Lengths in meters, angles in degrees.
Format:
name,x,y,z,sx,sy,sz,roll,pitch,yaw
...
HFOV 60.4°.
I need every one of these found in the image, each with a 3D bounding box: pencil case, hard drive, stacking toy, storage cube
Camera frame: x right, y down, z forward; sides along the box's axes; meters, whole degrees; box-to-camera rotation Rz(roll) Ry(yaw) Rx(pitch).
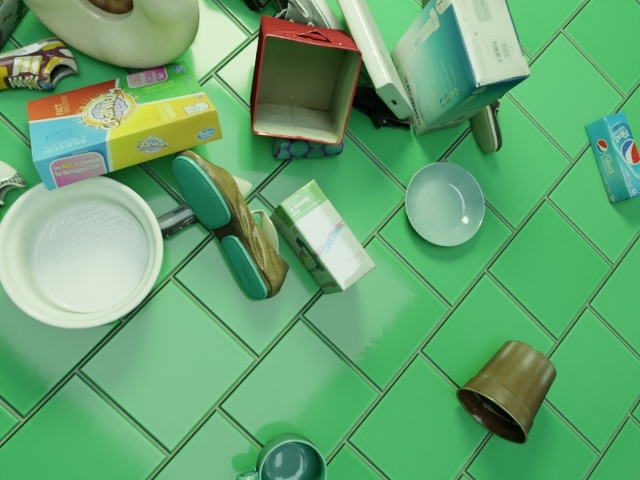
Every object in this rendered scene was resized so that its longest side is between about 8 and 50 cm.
name,x,y,z,sx,sy,sz,roll,pitch,yaw
pencil case,-0.027,-0.213,1.191,0.152,0.064,0.070,-5,57,-15
hard drive,0.104,-0.422,1.162,0.040,0.203,0.307,-25,76,18
stacking toy,-0.357,-0.619,1.092,0.351,0.350,0.479,18,59,-10
storage cube,-0.038,-0.325,1.101,0.184,0.193,0.214,5,121,-12

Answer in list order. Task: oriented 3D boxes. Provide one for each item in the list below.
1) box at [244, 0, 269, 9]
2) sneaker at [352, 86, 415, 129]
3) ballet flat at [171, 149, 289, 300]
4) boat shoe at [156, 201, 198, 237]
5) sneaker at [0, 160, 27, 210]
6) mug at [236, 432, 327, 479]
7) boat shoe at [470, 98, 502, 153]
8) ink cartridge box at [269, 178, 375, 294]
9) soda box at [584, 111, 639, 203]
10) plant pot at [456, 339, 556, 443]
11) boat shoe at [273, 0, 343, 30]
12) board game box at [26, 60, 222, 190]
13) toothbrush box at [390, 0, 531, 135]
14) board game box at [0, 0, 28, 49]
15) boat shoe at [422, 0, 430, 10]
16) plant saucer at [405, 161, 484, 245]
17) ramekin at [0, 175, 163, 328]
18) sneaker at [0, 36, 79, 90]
name,x,y,z,sx,sy,sz,roll,pitch,yaw
box,-0.133,-0.633,1.182,0.190,0.045,0.184,-53,137,-14
sneaker,0.128,-0.295,1.245,0.170,0.051,0.089,-2,79,-17
ballet flat,-0.162,-0.044,1.097,0.124,0.116,0.342,-45,110,-42
boat shoe,-0.270,-0.051,1.127,0.142,0.049,0.040,-29,125,-22
sneaker,-0.662,-0.055,1.016,0.095,0.090,0.235,43,77,-14
mug,-0.073,0.441,1.077,0.158,0.097,0.129,26,78,-8
boat shoe,0.394,-0.320,1.294,0.079,0.084,0.232,-11,82,-14
ink cartridge box,0.000,0.000,1.123,0.093,0.154,0.212,-38,93,-15
soda box,0.737,-0.204,1.365,0.067,0.071,0.210,-16,86,-14
plant pot,0.408,0.314,1.182,0.167,0.167,0.165,46,68,-4
boat shoe,-0.049,-0.493,1.180,0.102,0.108,0.301,-39,112,-12
board game box,-0.374,-0.227,1.038,0.317,0.064,0.242,-21,44,-15
toothbrush box,0.280,-0.377,1.166,0.126,0.295,0.216,-15,85,-16
board game box,-0.734,-0.413,1.038,0.224,0.097,0.303,26,77,-9
boat shoe,0.314,-0.652,1.305,0.103,0.118,0.320,13,73,-7
plant saucer,0.279,-0.081,1.260,0.195,0.037,0.194,2,82,-12
ramekin,-0.436,0.025,1.029,0.278,0.135,0.277,2,82,-14
sneaker,-0.572,-0.326,1.077,0.186,0.069,0.083,-33,85,-14
